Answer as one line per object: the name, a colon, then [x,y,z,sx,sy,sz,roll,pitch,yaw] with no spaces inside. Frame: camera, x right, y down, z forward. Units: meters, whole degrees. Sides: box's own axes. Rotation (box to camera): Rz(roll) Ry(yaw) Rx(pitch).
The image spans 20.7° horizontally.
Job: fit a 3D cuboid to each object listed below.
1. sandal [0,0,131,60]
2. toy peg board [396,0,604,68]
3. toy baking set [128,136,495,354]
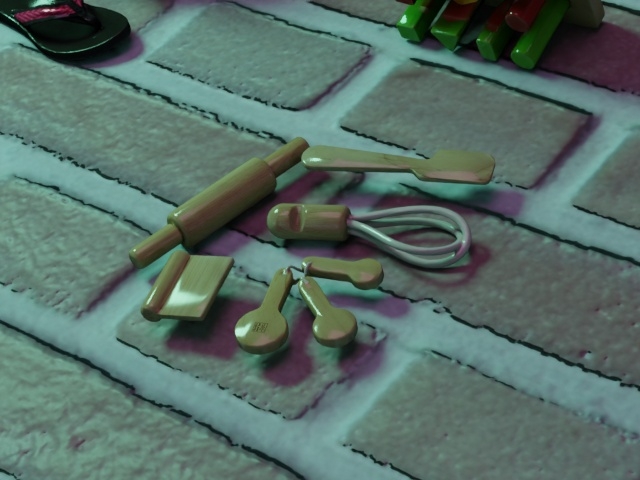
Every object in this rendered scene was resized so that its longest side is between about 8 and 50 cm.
sandal: [-0.236,-0.201,1.510,0.179,0.040,0.067,27,54,37]
toy peg board: [0.116,-0.210,1.347,0.161,0.160,0.079,18,65,31]
toy baking set: [-0.006,-0.002,1.236,0.256,0.030,0.197,-39,49,-26]
